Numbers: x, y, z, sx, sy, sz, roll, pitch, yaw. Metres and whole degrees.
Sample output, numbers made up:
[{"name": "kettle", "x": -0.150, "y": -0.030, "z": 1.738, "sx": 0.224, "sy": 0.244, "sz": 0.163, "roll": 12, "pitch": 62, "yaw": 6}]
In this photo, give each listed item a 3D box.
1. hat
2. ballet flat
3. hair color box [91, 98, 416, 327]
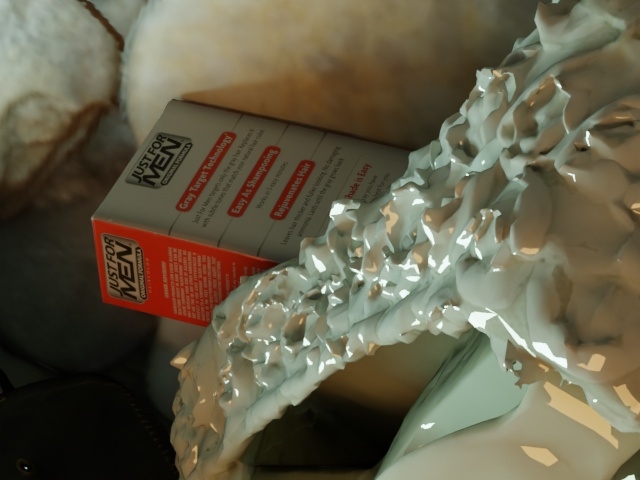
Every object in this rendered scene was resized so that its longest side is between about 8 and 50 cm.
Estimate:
[{"name": "hat", "x": -0.101, "y": 0.146, "z": 0.736, "sx": 0.134, "sy": 0.331, "sz": 0.331, "roll": -17, "pitch": 131, "yaw": -12}, {"name": "ballet flat", "x": 0.023, "y": 0.066, "z": 0.524, "sx": 0.147, "sy": 0.147, "sz": 0.409, "roll": 30, "pitch": 150, "yaw": -2}, {"name": "hair color box", "x": 0.000, "y": 0.000, "z": 0.645, "sx": 0.141, "sy": 0.072, "sz": 0.043, "roll": 14, "pitch": 134, "yaw": 15}]
